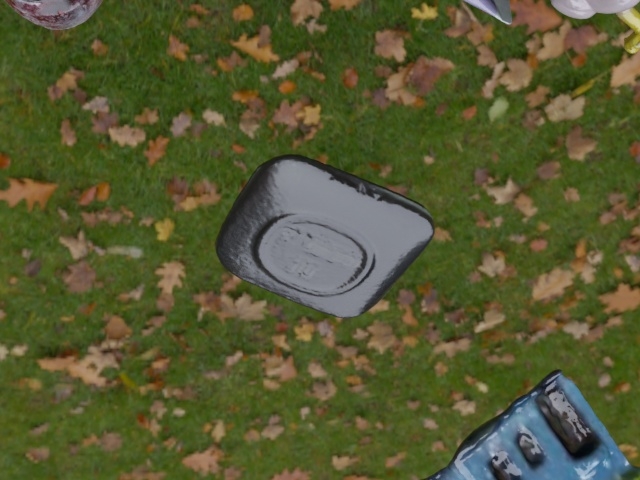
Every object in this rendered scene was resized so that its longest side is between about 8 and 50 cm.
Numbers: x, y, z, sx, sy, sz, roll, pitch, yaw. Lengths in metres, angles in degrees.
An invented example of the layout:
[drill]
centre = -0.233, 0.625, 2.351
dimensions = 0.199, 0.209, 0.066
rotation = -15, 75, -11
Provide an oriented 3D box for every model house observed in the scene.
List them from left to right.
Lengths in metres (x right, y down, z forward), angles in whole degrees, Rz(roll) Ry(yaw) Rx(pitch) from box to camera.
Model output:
[model house]
centre = 0.278, 0.359, 1.059
dimensions = 0.237, 0.303, 0.215
rotation = -27, 165, -34

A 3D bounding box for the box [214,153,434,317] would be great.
[box]
centre = 0.000, 0.000, 0.955
dimensions = 0.212, 0.042, 0.201
rotation = 24, 132, -11

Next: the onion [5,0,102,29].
[onion]
centre = -0.241, -0.283, 0.776
dimensions = 0.151, 0.206, 0.098
rotation = -8, 165, -6

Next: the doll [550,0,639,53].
[doll]
centre = 0.312, -0.405, 1.090
dimensions = 0.365, 0.094, 0.160
rotation = 46, 127, 5

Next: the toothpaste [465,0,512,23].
[toothpaste]
centre = 0.115, -0.422, 1.185
dimensions = 0.371, 0.125, 0.080
rotation = 29, 129, -16
